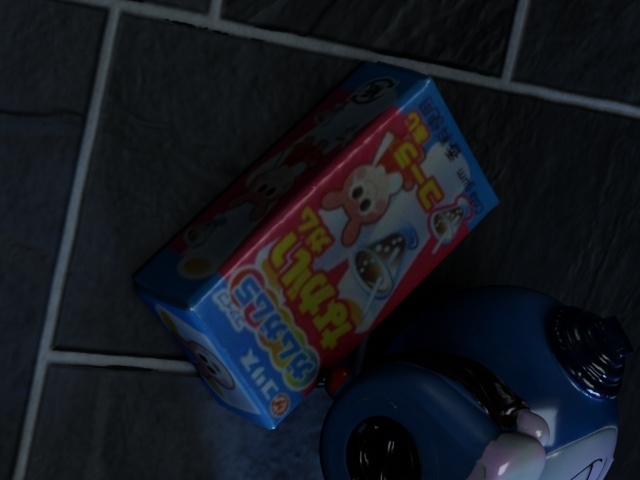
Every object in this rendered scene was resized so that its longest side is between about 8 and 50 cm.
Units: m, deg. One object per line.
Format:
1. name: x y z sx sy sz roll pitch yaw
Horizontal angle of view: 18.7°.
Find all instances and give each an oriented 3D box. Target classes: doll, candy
1. doll: 0.140 0.165 1.737 0.310 0.284 0.240 -11 68 -53
2. candy: 0.001 0.000 1.697 0.306 0.100 0.157 -43 124 -18
